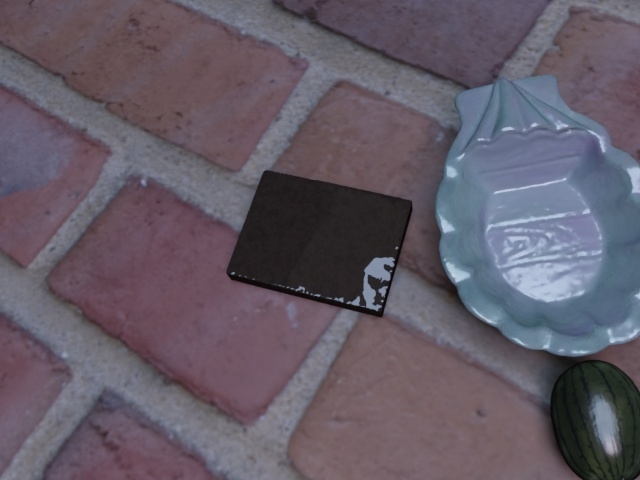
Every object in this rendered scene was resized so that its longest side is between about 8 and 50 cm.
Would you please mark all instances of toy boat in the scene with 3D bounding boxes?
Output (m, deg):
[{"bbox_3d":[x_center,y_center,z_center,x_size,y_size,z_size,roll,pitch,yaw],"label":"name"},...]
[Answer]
[{"bbox_3d":[0.208,-0.022,0.651,0.200,0.100,0.290,-8,66,5],"label":"toy boat"}]

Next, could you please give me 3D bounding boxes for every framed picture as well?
[{"bbox_3d":[0.000,0.000,0.716,0.169,0.023,0.127,13,70,14],"label":"framed picture"}]

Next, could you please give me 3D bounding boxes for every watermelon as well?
[{"bbox_3d":[0.239,0.158,0.580,0.078,0.078,0.110,-4,67,7],"label":"watermelon"}]
